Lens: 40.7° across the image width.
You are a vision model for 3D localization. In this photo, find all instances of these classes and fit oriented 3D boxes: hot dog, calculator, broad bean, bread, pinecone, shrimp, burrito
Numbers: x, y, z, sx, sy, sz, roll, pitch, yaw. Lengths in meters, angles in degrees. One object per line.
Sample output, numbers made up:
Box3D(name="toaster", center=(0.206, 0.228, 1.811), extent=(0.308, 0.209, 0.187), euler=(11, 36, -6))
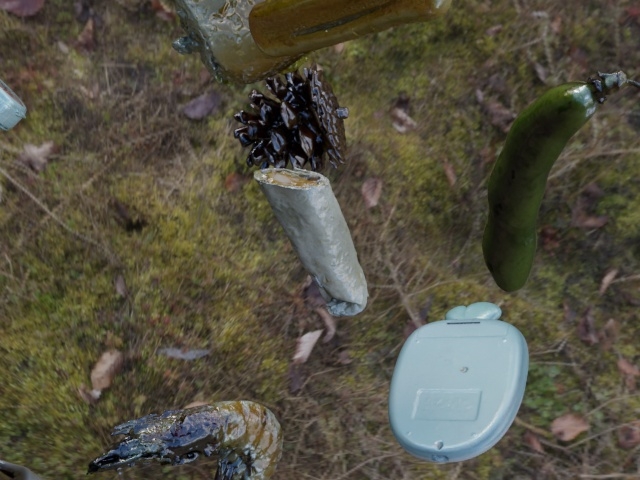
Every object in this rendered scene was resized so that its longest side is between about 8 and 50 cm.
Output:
Box3D(name="hot dog", center=(0.030, -0.264, 0.989), extent=(0.061, 0.286, 0.087), euler=(-31, 116, -41))
Box3D(name="calculator", center=(0.187, 0.180, 1.175), extent=(0.184, 0.042, 0.295), euler=(-4, 35, 23))
Box3D(name="broad bean", center=(0.155, -0.041, 0.628), extent=(0.069, 0.226, 0.039), euler=(37, 55, 16))
Box3D(name="bread", center=(-0.092, -0.314, 1.230), extent=(0.246, 0.195, 0.176), euler=(-26, 101, -6))
Box3D(name="pinecone", center=(-0.047, -0.184, 1.403), extent=(0.208, 0.208, 0.207), euler=(3, 75, -12))
Box3D(name="shrimp", center=(-0.223, 0.395, 1.492), extent=(0.365, 0.071, 0.233), euler=(-5, 108, -34))
Box3D(name="burrito", center=(0.000, 0.000, 1.076), extent=(0.226, 0.087, 0.060), euler=(66, 27, -28))

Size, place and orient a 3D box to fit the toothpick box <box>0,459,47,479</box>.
Box3D(name="toothpick box", center=(-0.350, 0.173, 0.529), extent=(0.316, 0.229, 0.229), euler=(40, 70, -16))

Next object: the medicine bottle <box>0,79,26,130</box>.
Box3D(name="medicine bottle", center=(-0.430, -0.089, 0.952), extent=(0.229, 0.083, 0.121), euler=(-44, 52, 0))
